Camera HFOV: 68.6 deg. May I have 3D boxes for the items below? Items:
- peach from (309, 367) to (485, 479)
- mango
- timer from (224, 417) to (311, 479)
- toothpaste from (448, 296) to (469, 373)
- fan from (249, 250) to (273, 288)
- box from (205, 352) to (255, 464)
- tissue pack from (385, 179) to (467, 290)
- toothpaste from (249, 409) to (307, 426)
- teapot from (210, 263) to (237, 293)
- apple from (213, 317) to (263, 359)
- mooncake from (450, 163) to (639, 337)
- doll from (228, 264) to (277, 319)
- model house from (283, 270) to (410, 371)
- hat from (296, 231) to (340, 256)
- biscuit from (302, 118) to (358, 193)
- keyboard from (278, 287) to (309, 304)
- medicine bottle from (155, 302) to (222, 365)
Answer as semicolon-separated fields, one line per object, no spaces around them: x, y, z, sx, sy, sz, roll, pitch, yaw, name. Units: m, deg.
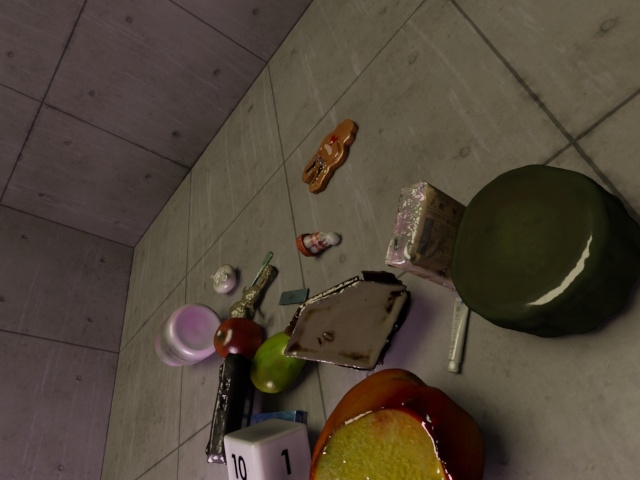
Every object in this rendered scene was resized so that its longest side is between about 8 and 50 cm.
0.168;0.466;1.011;0.335;0.310;0.405;25;105;20;peach
-0.137;0.408;1.614;0.273;0.149;0.185;-51;23;25;mango
-0.153;0.661;1.397;0.193;0.195;0.194;-17;81;49;timer
0.342;0.232;1.163;0.048;0.031;0.190;-14;56;54;toothpaste
-0.264;0.133;2.080;0.193;0.016;0.038;-60;36;9;fan
-0.297;0.576;1.618;0.359;0.091;0.349;85;-170;-70;box
0.295;-0.003;1.162;0.123;0.257;0.214;0;71;51;tissue pack
-0.149;0.621;1.593;0.272;0.053;0.066;-27;46;45;toothpaste
-0.463;0.187;2.258;0.226;0.092;0.145;-6;63;54;teapot
-0.324;0.395;1.871;0.181;0.169;0.180;-30;45;35;apple
0.456;0.024;0.983;0.356;0.194;0.356;-37;39;38;mooncake
-0.293;0.232;2.008;0.203;0.091;0.285;8;75;44;doll
0.088;0.206;1.347;0.282;0.298;0.316;-10;-57;-77;model house
0.000;0.000;1.736;0.163;0.112;0.093;-24;79;33;hat
0.034;-0.352;1.931;0.333;0.047;0.202;-52;36;20;biscuit
-0.104;0.218;1.806;0.176;0.014;0.055;-15;58;50;keyboard
-0.619;0.449;2.171;0.325;0.256;0.255;-38;42;48;medicine bottle
